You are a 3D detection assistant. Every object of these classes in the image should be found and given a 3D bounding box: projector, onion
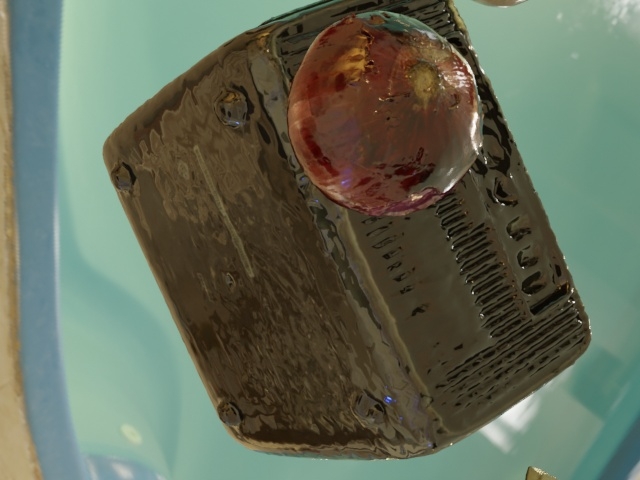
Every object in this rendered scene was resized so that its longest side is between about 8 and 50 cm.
[{"bbox_3d":[0.000,0.000,0.951,0.242,0.405,0.395,-25,94,-31],"label":"projector"},{"bbox_3d":[0.038,-0.079,0.603,0.131,0.131,0.131,-27,138,-27],"label":"onion"}]

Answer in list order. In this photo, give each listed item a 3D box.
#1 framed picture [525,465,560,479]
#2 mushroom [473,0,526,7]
[{"bbox_3d":[0.188,0.273,0.492,0.019,0.232,0.296,-62,180,40],"label":"framed picture"},{"bbox_3d":[0.295,-0.495,1.549,0.255,0.184,0.255,-10,112,-26],"label":"mushroom"}]
